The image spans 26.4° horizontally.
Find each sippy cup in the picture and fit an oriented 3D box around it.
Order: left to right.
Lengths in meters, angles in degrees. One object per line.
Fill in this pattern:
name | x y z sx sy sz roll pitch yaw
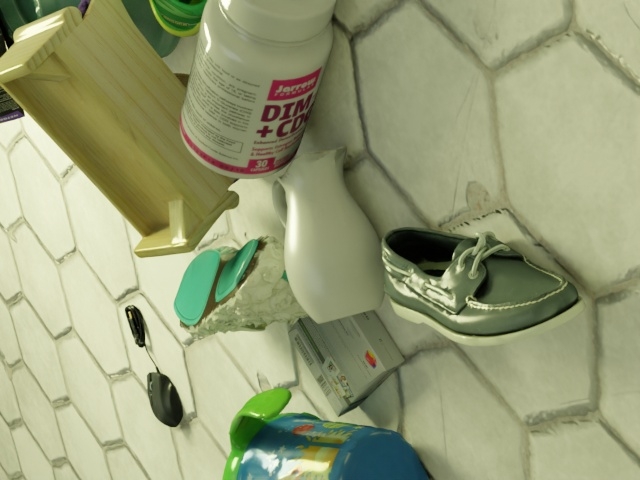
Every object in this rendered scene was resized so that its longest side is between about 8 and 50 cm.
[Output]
sippy cup | 0.019 0.346 1.873 0.224 0.306 0.240 -16 61 50

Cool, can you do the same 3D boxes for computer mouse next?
computer mouse | -0.315 0.234 2.501 0.071 0.041 0.242 -18 95 61

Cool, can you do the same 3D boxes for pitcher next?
pitcher | 0.000 0.000 1.742 0.178 0.126 0.207 -24 80 65

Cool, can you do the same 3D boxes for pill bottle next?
pill bottle | -0.074 -0.218 1.655 0.160 0.160 0.283 52 148 23

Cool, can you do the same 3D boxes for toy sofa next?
toy sofa | -0.274 -0.157 1.880 0.150 0.177 0.362 -8 130 50

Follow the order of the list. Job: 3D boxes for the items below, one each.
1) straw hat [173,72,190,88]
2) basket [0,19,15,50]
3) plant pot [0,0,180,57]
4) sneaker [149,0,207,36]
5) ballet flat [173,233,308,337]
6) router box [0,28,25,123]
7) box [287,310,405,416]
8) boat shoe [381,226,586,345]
straw hat | -0.196 -0.186 1.968 0.061 0.145 0.144 -83 -11 -60
basket | -0.436 -0.338 2.175 0.204 0.154 0.226 123 125 -79
plant pot | -0.357 -0.376 1.965 0.293 0.196 0.293 37 139 41
sneaker | -0.216 -0.415 1.795 0.295 0.109 0.123 60 160 -7
ballet flat | -0.106 0.084 1.950 0.147 0.147 0.409 68 161 -3
router box | -0.544 -0.362 2.081 0.243 0.081 0.308 99 152 -66
box | 0.031 0.145 1.873 0.145 0.038 0.186 58 151 14
boat shoe | 0.164 0.042 1.505 0.319 0.116 0.099 9 123 62
